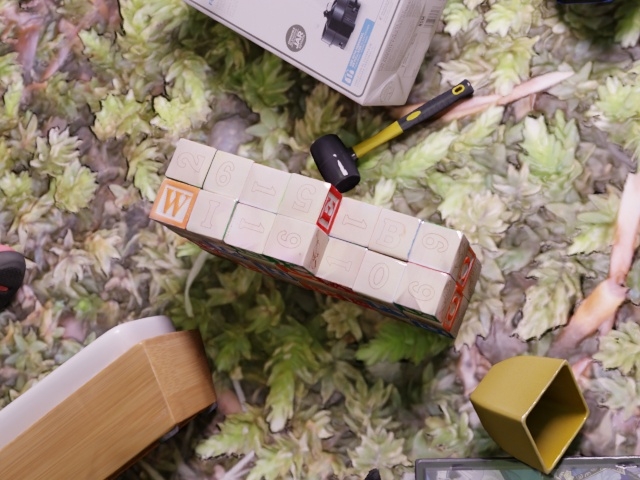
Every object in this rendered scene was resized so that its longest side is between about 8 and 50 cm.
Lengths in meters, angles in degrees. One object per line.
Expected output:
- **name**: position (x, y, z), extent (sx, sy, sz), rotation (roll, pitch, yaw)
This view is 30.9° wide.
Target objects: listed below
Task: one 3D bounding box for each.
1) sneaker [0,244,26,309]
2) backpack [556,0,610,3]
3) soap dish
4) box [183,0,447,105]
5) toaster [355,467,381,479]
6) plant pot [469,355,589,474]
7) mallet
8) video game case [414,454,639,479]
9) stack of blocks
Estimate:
- **sneaker**: position (-0.494, 0.046, 1.340), extent (0.314, 0.116, 0.136), rotation (-21, 69, 11)
- **backpack**: position (0.285, -0.313, 1.190), extent (0.101, 0.098, 0.120), rotation (-25, 109, -28)
- **soap dish**: position (-0.246, 0.202, 1.173), extent (0.291, 0.229, 0.118), rotation (-38, 85, 5)
- **box**: position (-0.012, -0.280, 1.248), extent (0.290, 0.087, 0.169), rotation (35, 115, 27)
- **toaster**: position (0.020, 0.313, 1.073), extent (0.168, 0.186, 0.110), rotation (49, 115, 31)
- **plant pot**: position (0.193, 0.160, 1.111), extent (0.083, 0.081, 0.081), rotation (11, 50, 45)
- **mallet**: position (0.075, -0.127, 1.259), extent (0.190, 0.039, 0.062), rotation (-37, 66, 0)
- **video game case**: position (0.214, 0.342, 1.088), extent (0.248, 0.035, 0.274), rotation (-4, 75, 16)
- **stack of blocks**: position (0.000, 0.000, 1.172), extent (0.297, 0.171, 0.087), rotation (18, 82, 20)
